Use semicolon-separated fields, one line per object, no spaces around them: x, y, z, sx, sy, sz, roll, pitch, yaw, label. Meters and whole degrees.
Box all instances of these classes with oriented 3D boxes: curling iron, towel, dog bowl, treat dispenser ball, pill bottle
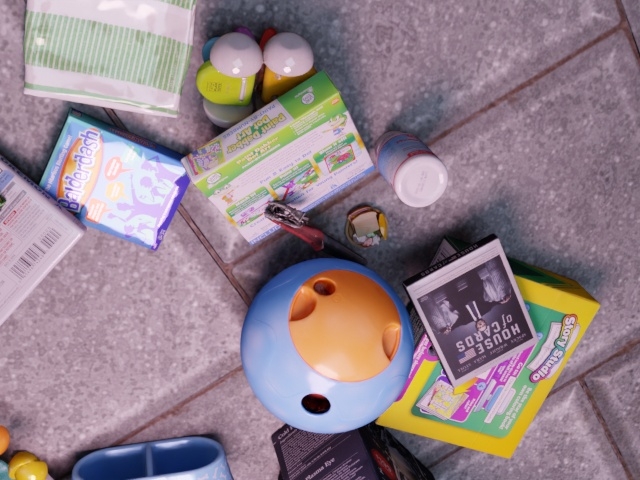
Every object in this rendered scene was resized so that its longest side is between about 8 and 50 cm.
0.000;0.000;1.444;0.274;0.068;0.035;34;78;-50;curling iron
-0.295;-0.349;1.254;0.248;0.038;0.324;7;113;-16;towel
-0.305;0.424;1.559;0.297;0.166;0.074;-6;105;-11;dog bowl
0.012;0.172;1.439;0.288;0.288;0.288;-6;116;-12;treat dispenser ball
0.140;-0.122;1.403;0.087;0.160;0.087;-6;117;-12;pill bottle

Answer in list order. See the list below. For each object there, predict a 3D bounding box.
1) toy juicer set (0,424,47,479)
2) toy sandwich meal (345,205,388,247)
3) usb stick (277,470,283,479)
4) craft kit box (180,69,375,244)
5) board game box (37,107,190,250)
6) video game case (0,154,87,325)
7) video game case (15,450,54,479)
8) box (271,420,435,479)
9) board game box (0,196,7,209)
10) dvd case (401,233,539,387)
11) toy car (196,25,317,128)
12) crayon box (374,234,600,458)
-0.515;0.434;1.483;0.209;0.089;0.329;-29;100;25;toy juicer set
0.082;-0.021;1.511;0.086;0.029;0.085;-6;116;-12;toy sandwich meal
-0.016;0.562;1.740;0.045;0.077;0.278;-23;119;5;usb stick
-0.056;-0.118;1.346;0.250;0.061;0.246;-32;155;2;craft kit box
-0.323;-0.093;1.364;0.210;0.047;0.160;21;108;-21;board game box
-0.576;0.002;1.317;0.300;0.036;0.329;42;100;-13;video game case
-0.508;0.549;1.554;0.025;0.204;0.285;-9;124;-51;video game case
0.102;0.496;1.605;0.179;0.312;0.343;-40;119;6;box
-0.606;-0.075;1.259;0.260;0.030;0.136;34;104;-12;board game box
0.265;0.126;1.508;0.179;0.029;0.238;-28;117;-2;dvd case
-0.098;-0.259;1.295;0.182;0.136;0.159;-4;147;-15;toy car
0.299;0.208;1.634;0.313;0.106;0.363;18;108;-22;crayon box
